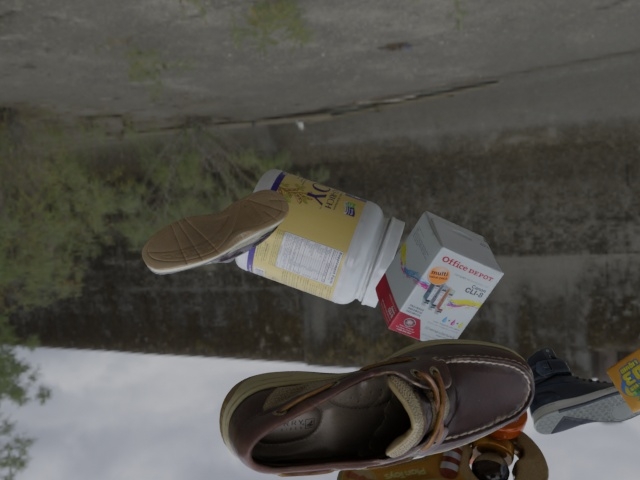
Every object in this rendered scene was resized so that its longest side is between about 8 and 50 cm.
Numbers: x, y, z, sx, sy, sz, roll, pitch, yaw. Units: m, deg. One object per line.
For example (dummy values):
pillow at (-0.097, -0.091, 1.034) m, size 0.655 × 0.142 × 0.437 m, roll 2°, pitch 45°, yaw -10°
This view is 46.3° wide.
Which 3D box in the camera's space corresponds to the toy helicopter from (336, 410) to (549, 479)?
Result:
toy helicopter at (0.202, 0.395, 1.214) m, size 0.354 × 0.140 × 0.235 m, roll -6°, pitch -137°, yaw -11°

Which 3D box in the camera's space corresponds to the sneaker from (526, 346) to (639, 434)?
sneaker at (0.489, 0.263, 1.398) m, size 0.226 × 0.086 × 0.163 m, roll -11°, pitch -146°, yaw 4°

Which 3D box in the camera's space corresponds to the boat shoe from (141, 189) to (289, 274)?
boat shoe at (-0.187, -0.001, 1.371) m, size 0.285 × 0.103 × 0.092 m, roll -27°, pitch 153°, yaw -24°

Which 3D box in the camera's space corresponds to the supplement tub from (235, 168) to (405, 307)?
supplement tub at (0.000, 0.000, 1.673) m, size 0.331 × 0.241 × 0.241 m, roll 19°, pitch -174°, yaw 4°

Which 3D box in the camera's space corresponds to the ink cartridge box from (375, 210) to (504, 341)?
ink cartridge box at (0.198, 0.067, 1.271) m, size 0.128 × 0.176 × 0.127 m, roll 22°, pitch -156°, yaw -18°

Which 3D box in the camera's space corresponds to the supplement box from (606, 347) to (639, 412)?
supplement box at (0.533, 0.196, 1.127) m, size 0.233 × 0.080 × 0.078 m, roll -2°, pitch 144°, yaw -43°

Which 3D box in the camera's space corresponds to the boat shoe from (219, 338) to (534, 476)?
boat shoe at (0.076, 0.174, 0.747) m, size 0.341 × 0.123 × 0.123 m, roll -2°, pitch -177°, yaw -16°
